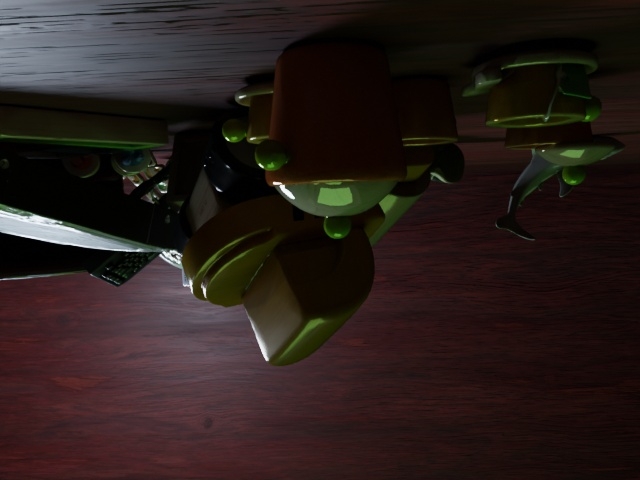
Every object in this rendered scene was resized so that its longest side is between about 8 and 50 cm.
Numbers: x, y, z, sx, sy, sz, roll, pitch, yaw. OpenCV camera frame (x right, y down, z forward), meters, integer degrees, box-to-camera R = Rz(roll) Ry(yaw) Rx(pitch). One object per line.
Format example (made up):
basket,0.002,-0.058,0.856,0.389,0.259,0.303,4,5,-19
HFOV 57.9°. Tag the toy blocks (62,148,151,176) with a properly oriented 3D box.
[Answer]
toy blocks,-0.321,-0.124,0.867,0.123,0.054,0.148,-4,-175,-22

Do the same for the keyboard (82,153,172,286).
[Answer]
keyboard,-0.257,-0.049,0.965,0.317,0.033,0.201,-42,157,-6

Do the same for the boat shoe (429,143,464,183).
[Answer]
boat shoe,0.211,-0.159,1.144,0.073,0.080,0.224,9,-175,39

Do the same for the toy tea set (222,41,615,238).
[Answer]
toy tea set,0.093,-0.071,0.457,0.336,0.124,0.200,-3,-176,-9

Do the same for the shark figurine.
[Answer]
shark figurine,0.432,-0.140,1.155,0.116,0.278,0.166,41,-170,-37

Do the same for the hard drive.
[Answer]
hard drive,-0.367,-0.046,0.711,0.237,0.064,0.339,3,169,28

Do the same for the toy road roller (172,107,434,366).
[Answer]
toy road roller,0.000,0.000,0.683,0.330,0.240,0.202,-10,154,-33

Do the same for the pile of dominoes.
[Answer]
pile of dominoes,-0.325,-0.056,1.161,0.196,0.251,0.040,-29,-161,44

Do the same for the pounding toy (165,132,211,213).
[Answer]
pounding toy,-0.140,-0.098,0.849,0.130,0.141,0.100,-2,156,5

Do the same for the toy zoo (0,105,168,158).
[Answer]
toy zoo,-0.351,-0.121,0.692,0.293,0.030,0.192,1,-175,37

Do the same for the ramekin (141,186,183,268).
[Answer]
ramekin,-0.265,-0.067,1.327,0.273,0.272,0.127,-5,174,-30

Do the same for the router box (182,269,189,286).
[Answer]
router box,-0.283,-0.051,1.693,0.082,0.335,0.301,-1,-175,28

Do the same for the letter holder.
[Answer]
letter holder,-0.504,-0.046,1.022,0.302,0.152,0.214,-4,-152,-18
